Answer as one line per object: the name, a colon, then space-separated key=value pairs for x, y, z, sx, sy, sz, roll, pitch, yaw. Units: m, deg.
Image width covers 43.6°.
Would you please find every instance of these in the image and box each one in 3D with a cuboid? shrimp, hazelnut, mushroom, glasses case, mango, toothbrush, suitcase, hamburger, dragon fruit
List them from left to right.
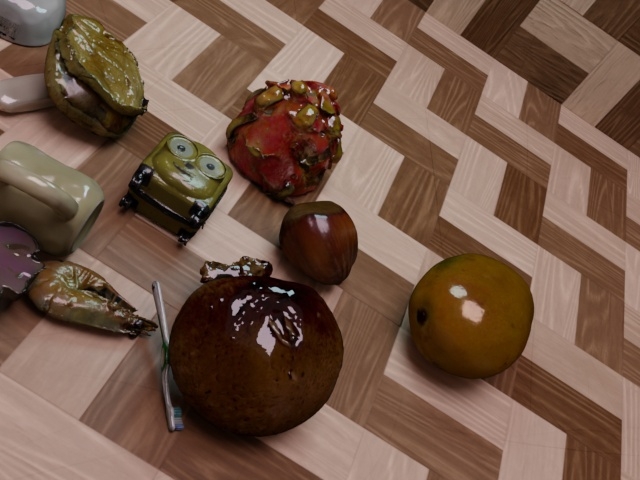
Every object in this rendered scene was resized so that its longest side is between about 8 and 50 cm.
mushroom: x=-0.597 y=0.055 z=1.451 sx=0.141 sy=0.117 sz=0.188 roll=40 pitch=40 yaw=-14
glasses case: x=-0.660 y=-0.340 z=1.835 sx=0.204 sy=0.051 sz=0.081 roll=-23 pitch=73 yaw=-49
hamburger: x=-0.529 y=-0.376 z=1.867 sx=0.265 sy=0.134 sz=0.284 roll=36 pitch=29 yaw=-34
shrimp: x=-0.439 y=0.117 z=1.552 sx=0.267 sy=0.061 sz=0.145 roll=24 pitch=34 yaw=-13
toothbrush: x=-0.300 y=0.217 z=1.539 sx=0.030 sy=0.030 sz=0.303 roll=2 pitch=62 yaw=-34
suitcase: x=-0.315 y=-0.129 z=1.809 sx=0.194 sy=0.143 sz=0.235 roll=31 pitch=40 yaw=-6
mushroom: x=-0.152 y=0.203 z=1.573 sx=0.331 sy=0.356 sz=0.334 roll=2 pitch=92 yaw=-45
dragon fruit: x=-0.081 y=-0.301 z=2.050 sx=0.314 sy=0.263 sz=0.296 roll=45 pitch=41 yaw=9
hazelnut: x=-0.008 y=0.005 z=1.888 sx=0.186 sy=0.210 sz=0.210 roll=16 pitch=38 yaw=12
mango: x=0.385 y=0.172 z=1.960 sx=0.300 sy=0.232 sz=0.446 roll=46 pitch=34 yaw=17

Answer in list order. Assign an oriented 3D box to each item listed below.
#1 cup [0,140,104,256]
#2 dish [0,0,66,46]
cup: x=-0.530 y=-0.098 z=1.538 sx=0.202 sy=0.255 sz=0.173 roll=30 pitch=53 yaw=-7
dish: x=-0.750 y=-0.609 z=1.984 sx=0.256 sy=0.117 sz=0.256 roll=20 pitch=42 yaw=-19
